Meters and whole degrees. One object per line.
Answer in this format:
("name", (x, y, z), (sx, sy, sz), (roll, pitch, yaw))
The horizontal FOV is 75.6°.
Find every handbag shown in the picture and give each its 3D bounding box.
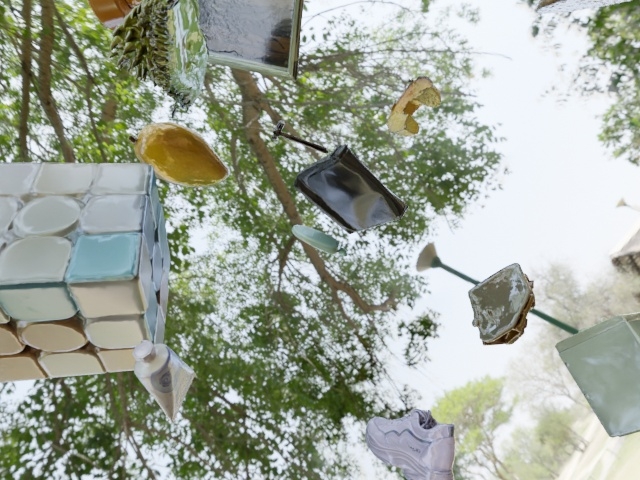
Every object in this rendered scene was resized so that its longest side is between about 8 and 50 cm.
("handbag", (0.076, -0.127, 1.059), (0.247, 0.223, 0.080), (39, -121, -21))

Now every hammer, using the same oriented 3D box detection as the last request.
("hammer", (-0.054, -0.294, 1.214), (0.179, 0.021, 0.065), (19, -49, -15))

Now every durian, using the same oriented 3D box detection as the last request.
("durian", (-0.236, -0.286, 0.626), (0.107, 0.375, 0.132), (43, -102, -10))

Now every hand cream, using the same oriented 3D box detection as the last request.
("hand cream", (-0.229, 0.200, 0.613), (0.084, 0.053, 0.142), (-73, -26, -45))

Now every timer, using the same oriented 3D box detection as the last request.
("timer", (-0.374, -0.508, 0.842), (0.132, 0.152, 0.131), (0, -90, -78))

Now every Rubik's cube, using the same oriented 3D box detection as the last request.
("Rubik's cube", (-0.529, 0.064, 0.890), (0.348, 0.346, 0.344), (0, -43, -13))

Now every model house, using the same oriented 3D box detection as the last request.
("model house", (0.585, 0.216, 1.301), (0.220, 0.199, 0.229), (-29, -33, 24))

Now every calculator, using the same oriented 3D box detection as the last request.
("calculator", (0.000, 0.000, 1.027), (0.095, 0.153, 0.021), (-72, 5, -72))

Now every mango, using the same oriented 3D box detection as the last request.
("mango", (-0.416, -0.251, 1.245), (0.317, 0.119, 0.176), (25, -73, -42))

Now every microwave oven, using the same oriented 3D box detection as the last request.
("microwave oven", (0.570, 0.228, 0.719), (0.241, 0.193, 0.145), (2, -33, -34))

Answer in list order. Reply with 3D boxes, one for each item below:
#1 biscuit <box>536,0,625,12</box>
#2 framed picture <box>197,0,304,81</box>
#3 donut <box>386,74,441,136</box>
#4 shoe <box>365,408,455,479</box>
("biscuit", (0.607, -0.533, 0.884), (0.262, 0.262, 0.037), (-21, -67, -35))
("framed picture", (-0.149, -0.423, 0.773), (0.014, 0.253, 0.196), (-44, -32, -56))
("donut", (0.269, -0.385, 1.199), (0.078, 0.146, 0.181), (22, -71, -26))
("shoe", (0.192, 0.420, 0.890), (0.095, 0.245, 0.137), (19, -95, -31))
